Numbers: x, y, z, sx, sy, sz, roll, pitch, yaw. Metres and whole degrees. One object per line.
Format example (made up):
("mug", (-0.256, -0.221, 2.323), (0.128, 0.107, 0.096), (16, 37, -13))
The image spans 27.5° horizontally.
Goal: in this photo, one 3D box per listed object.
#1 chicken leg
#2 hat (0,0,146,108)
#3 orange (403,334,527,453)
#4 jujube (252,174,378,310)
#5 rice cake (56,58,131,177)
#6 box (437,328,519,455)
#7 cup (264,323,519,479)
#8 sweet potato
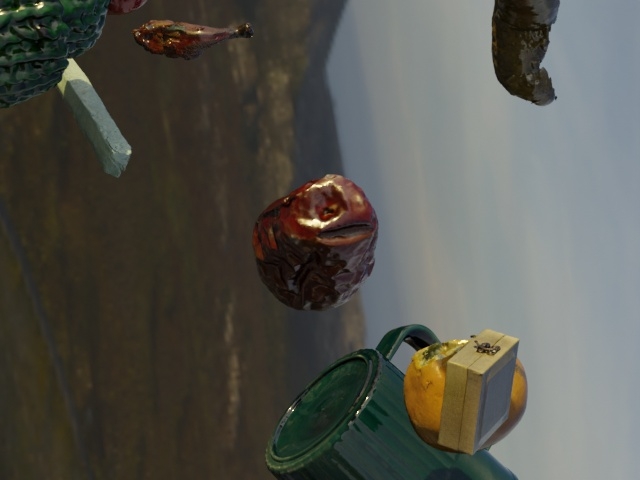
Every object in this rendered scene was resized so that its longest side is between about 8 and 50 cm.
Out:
("chicken leg", (-0.154, -0.242, 1.551), (0.062, 0.145, 0.037), (-61, 151, -47))
("hat", (-0.352, -0.329, 1.691), (0.242, 0.332, 0.274), (-12, -84, 64))
("orange", (0.171, 0.180, 1.567), (0.134, 0.154, 0.155), (56, 13, -23))
("jujube", (0.000, 0.000, 2.188), (0.342, 0.216, 0.216), (110, -27, -68))
("rice cake", (-0.330, -0.184, 1.856), (0.245, 0.042, 0.045), (55, -45, 35))
("box", (0.132, 0.123, 1.086), (0.079, 0.035, 0.083), (-29, 129, -55))
("cup", (0.117, 0.302, 1.825), (0.292, 0.308, 0.242), (44, 0, -15))
("sweet potato", (0.265, -0.300, 1.704), (0.310, 0.098, 0.124), (69, 32, -52))
